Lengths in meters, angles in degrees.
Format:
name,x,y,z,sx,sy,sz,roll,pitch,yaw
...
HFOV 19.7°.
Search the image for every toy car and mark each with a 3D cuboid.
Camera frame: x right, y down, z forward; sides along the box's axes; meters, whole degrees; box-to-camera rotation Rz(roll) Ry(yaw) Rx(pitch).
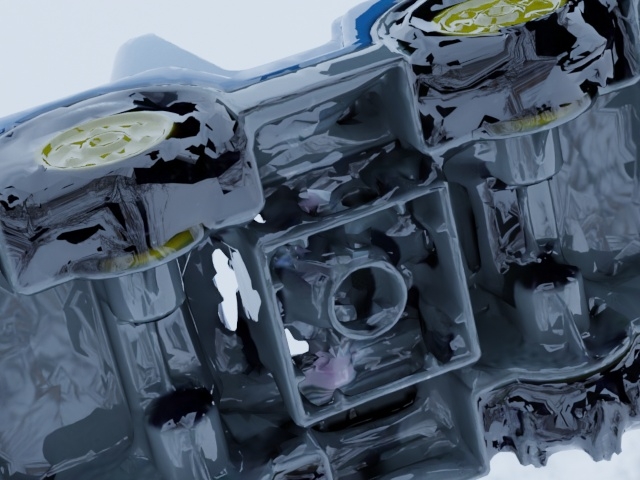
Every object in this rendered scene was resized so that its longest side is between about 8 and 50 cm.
name,x,y,z,sx,sy,sz,roll,pitch,yaw
toy car,0.000,0.000,0.396,0.191,0.097,0.100,-20,-155,-15
